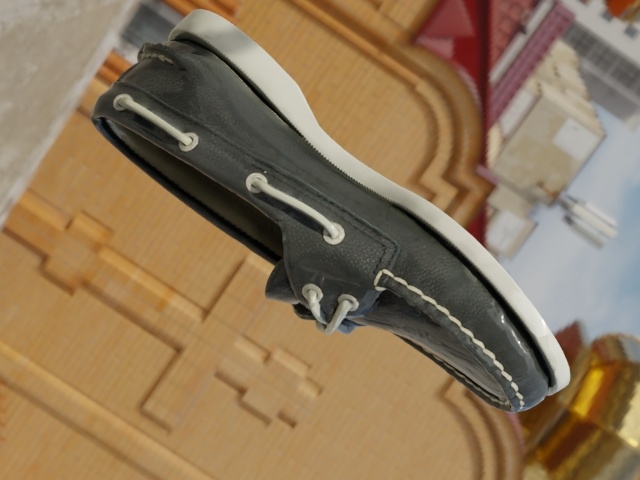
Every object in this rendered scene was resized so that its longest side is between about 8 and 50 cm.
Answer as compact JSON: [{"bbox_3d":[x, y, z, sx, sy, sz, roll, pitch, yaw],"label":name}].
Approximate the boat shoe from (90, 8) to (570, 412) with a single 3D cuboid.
[{"bbox_3d":[0.000,0.000,0.664,0.091,0.302,0.114,-43,161,-17],"label":"boat shoe"}]
